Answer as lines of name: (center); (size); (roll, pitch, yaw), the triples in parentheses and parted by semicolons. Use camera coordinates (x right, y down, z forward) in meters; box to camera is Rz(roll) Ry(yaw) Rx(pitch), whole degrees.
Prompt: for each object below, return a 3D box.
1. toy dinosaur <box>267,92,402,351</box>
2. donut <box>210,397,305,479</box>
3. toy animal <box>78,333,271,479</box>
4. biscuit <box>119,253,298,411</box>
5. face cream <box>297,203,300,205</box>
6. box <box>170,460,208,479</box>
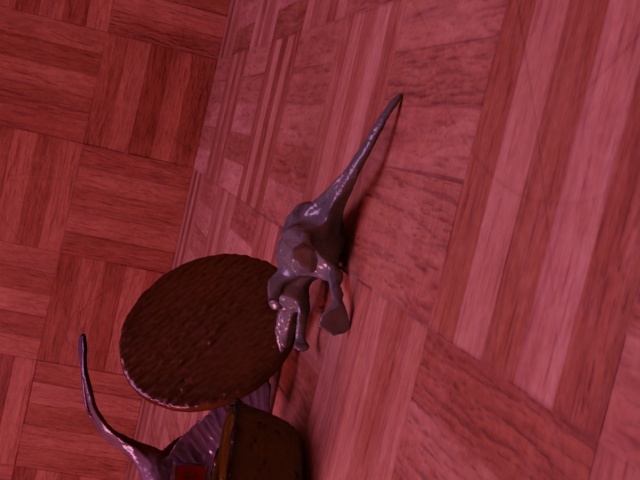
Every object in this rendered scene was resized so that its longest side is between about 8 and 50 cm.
toy dinosaur: (0.000, 0.000, 1.262); (0.205, 0.092, 0.393); (-97, 20, -66)
donut: (-0.087, 0.329, 1.295); (0.272, 0.107, 0.272); (-167, 90, -82)
toy animal: (-0.232, 0.306, 1.511); (0.225, 0.284, 0.302); (134, 147, -62)
biscuit: (-0.153, 0.126, 1.475); (0.037, 0.262, 0.262); (70, -164, -48)
face cream: (-0.035, 0.005, 1.524); (0.038, 0.020, 0.115); (-151, 72, -75)
box: (-0.175, 0.374, 1.306); (0.175, 0.048, 0.112); (-87, 8, -51)
